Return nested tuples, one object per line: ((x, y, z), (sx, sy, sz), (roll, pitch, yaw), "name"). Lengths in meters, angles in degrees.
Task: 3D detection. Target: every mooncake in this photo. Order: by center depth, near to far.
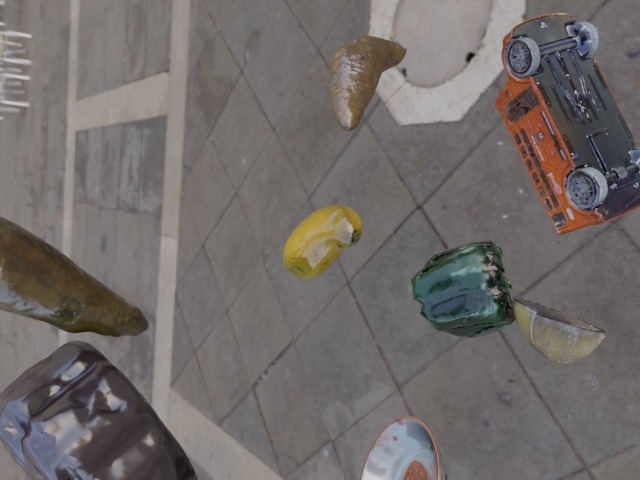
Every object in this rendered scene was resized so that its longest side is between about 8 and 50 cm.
((-0.383, 0.369, 0.992), (0.381, 0.212, 0.350), (52, 141, -4), "mooncake")

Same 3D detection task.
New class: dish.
((0.191, 0.517, 1.220), (0.260, 0.085, 0.260), (-47, 28, 34), "dish")

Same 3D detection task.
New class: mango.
((0.000, 0.000, 0.884), (0.190, 0.075, 0.098), (-37, 44, 52), "mango")

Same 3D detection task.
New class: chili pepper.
((0.385, 0.130, 1.540), (0.256, 0.233, 0.249), (-20, 70, 22), "chili pepper")

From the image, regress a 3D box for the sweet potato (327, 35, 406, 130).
((0.074, -0.318, 1.071), (0.092, 0.114, 0.342), (-36, 16, 41), "sweet potato")

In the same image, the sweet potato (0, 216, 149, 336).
((-0.439, 0.064, 0.901), (0.130, 0.422, 0.131), (-33, 39, 32), "sweet potato")

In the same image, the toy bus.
((0.386, -0.184, 0.912), (0.330, 0.142, 0.153), (67, 160, 6), "toy bus")

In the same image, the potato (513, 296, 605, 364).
((0.473, 0.195, 1.223), (0.120, 0.261, 0.100), (30, 100, 58), "potato")
